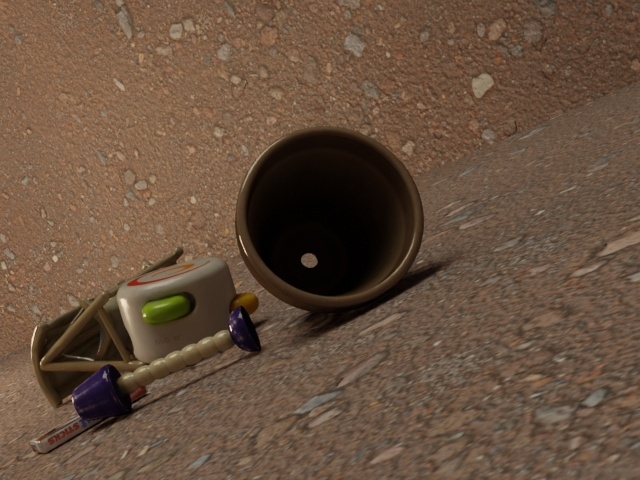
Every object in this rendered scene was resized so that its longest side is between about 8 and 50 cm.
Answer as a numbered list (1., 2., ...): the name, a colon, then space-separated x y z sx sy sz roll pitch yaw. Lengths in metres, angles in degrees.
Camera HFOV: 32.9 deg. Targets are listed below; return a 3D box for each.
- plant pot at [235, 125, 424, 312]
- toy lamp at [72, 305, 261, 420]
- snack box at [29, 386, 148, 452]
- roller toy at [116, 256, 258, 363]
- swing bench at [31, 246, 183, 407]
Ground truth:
1. plant pot: 0.000 0.000 1.574 0.263 0.263 0.229 -28 -14 -17
2. toy lamp: -0.223 0.182 1.549 0.275 0.080 0.080 -25 5 4
3. snack box: -0.345 0.263 1.619 0.178 0.022 0.064 -29 5 -30
4. roller toy: -0.228 0.120 1.800 0.209 0.146 0.191 -23 11 -40
5. swing bench: -0.378 0.161 2.021 0.255 0.165 0.253 -23 6 32
